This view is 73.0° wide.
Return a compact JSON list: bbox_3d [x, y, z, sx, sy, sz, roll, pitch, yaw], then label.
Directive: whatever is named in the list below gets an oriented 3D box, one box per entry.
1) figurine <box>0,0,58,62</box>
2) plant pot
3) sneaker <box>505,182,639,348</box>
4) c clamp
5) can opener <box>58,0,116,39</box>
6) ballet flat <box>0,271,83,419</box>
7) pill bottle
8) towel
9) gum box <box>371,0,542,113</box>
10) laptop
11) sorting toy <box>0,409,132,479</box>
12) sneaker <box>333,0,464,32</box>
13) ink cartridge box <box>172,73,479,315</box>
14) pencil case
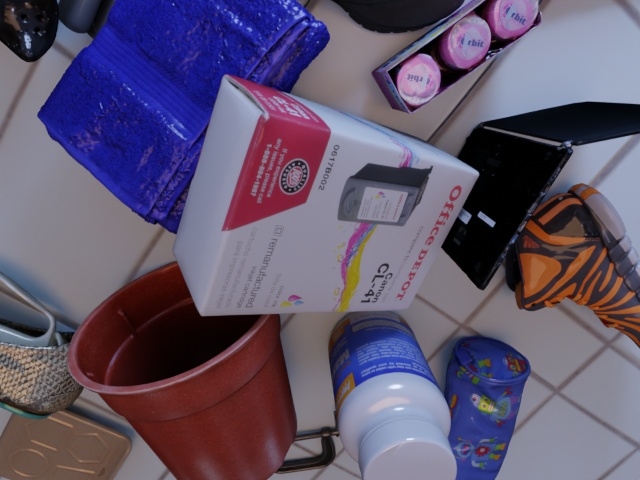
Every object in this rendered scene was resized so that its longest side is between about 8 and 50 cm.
[{"bbox_3d":[-0.296,-0.303,0.439,0.092,0.209,0.215,5,115,-46],"label":"figurine"},{"bbox_3d":[-0.158,0.199,0.622,0.272,0.272,0.265,-13,119,1],"label":"plant pot"},{"bbox_3d":[0.408,0.082,0.684,0.180,0.124,0.321,-35,98,13],"label":"sneaker"},{"bbox_3d":[-0.035,0.382,0.812,0.160,0.022,0.137,-13,116,0],"label":"c clamp"},{"bbox_3d":[-0.228,-0.373,0.503,0.093,0.074,0.280,36,106,21],"label":"can opener"},{"bbox_3d":[-0.565,0.095,0.620,0.482,0.164,0.182,28,85,-18],"label":"ballet flat"},{"bbox_3d":[0.095,0.226,0.625,0.152,0.272,0.152,-1,110,-3],"label":"pill bottle"},{"bbox_3d":[-0.165,-0.189,0.497,0.227,0.076,0.308,40,97,-1],"label":"towel"},{"bbox_3d":[0.166,-0.242,0.544,0.188,0.107,0.062,-34,108,9],"label":"gum box"},{"bbox_3d":[0.274,-0.075,0.545,0.136,0.234,0.264,23,107,-11],"label":"laptop"},{"bbox_3d":[-0.466,0.379,0.779,0.208,0.038,0.193,32,105,-9],"label":"sorting toy"},{"bbox_3d":[0.040,-0.317,0.498,0.286,0.130,0.109,9,107,-8],"label":"sneaker"},{"bbox_3d":[0.009,-0.034,0.521,0.306,0.131,0.226,6,118,-34],"label":"ink cartridge box"},{"bbox_3d":[0.259,0.320,0.751,0.133,0.119,0.306,3,109,-10],"label":"pencil case"}]
